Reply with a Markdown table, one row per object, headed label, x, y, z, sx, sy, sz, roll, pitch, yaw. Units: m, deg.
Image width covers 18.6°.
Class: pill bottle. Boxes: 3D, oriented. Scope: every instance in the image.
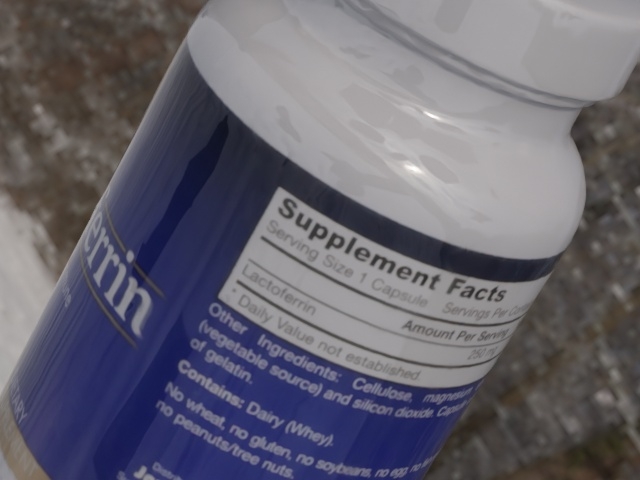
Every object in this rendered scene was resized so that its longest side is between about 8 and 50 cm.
| label | x | y | z | sx | sy | sz | roll | pitch | yaw |
| --- | --- | --- | --- | --- | --- | --- | --- | --- | --- |
| pill bottle | 0.000 | 0.000 | 0.692 | 0.153 | 0.264 | 0.153 | 25 | 22 | -11 |
